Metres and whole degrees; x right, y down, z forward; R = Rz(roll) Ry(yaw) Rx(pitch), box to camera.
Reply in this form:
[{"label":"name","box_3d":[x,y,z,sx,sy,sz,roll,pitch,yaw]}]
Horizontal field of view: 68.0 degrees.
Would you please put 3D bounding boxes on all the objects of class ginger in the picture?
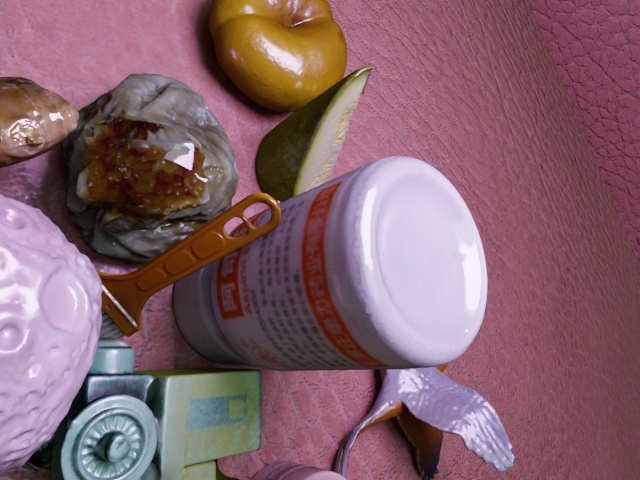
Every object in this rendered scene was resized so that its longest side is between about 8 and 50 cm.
[{"label":"ginger","box_3d":[-0.328,-0.103,0.432,0.148,0.081,0.334,13,24,0]}]

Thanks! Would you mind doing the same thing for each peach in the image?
[{"label":"peach","box_3d":[-0.069,-0.339,0.798,0.251,0.153,0.251,21,58,-38]}]

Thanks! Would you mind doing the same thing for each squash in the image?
[{"label":"squash","box_3d":[0.001,-0.132,0.724,0.093,0.252,0.169,-27,95,-40]}]

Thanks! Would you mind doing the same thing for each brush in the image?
[{"label":"brush","box_3d":[-0.171,0.033,0.514,0.090,0.314,0.017,56,19,-16]}]

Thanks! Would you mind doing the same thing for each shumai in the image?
[{"label":"shumai","box_3d":[-0.185,-0.109,0.585,0.225,0.222,0.261,25,58,-31]}]

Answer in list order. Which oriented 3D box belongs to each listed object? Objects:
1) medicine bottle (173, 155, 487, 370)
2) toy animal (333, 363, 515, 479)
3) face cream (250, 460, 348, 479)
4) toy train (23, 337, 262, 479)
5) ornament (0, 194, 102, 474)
[{"label":"medicine bottle","box_3d":[-0.013,0.051,0.579,0.211,0.371,0.211,13,70,-39]},{"label":"toy animal","box_3d":[0.119,0.294,0.820,0.284,0.225,0.302,-4,66,-21]},{"label":"face cream","box_3d":[-0.029,0.387,0.646,0.149,0.104,0.149,13,70,-38]},{"label":"toy train","box_3d":[-0.185,0.307,0.507,0.253,0.160,0.397,14,71,-47]},{"label":"ornament","box_3d":[-0.322,0.072,0.385,0.225,0.259,0.259,32,58,-42]}]
